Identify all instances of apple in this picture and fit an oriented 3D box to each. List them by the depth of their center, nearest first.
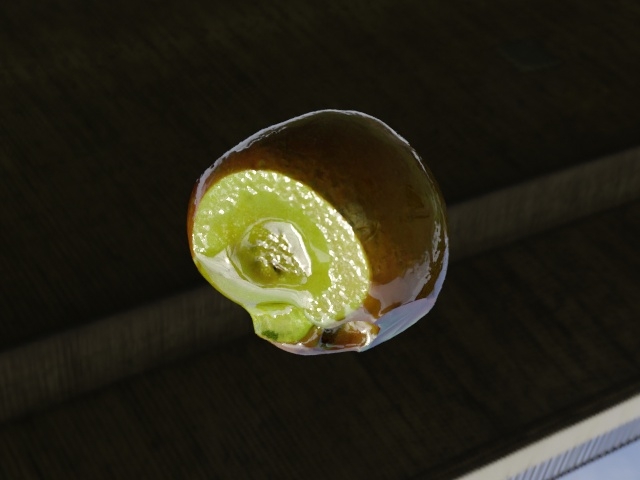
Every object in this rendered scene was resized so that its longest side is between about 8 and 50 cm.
[{"bbox_3d":[0.000,0.000,1.587,0.384,0.374,0.374,-18,-132,-18],"label":"apple"}]
